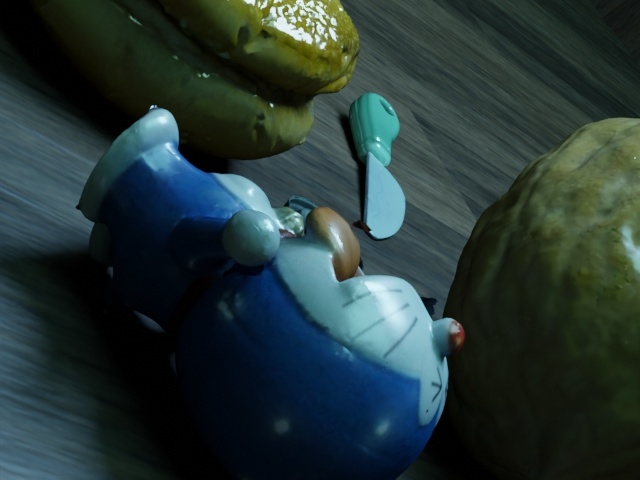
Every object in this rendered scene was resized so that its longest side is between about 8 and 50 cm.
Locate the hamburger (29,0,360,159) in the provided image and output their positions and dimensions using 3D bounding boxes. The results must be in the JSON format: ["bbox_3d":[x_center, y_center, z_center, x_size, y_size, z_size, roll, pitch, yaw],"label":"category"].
[{"bbox_3d":[-0.107,-0.200,1.327,0.314,0.170,0.290,33,25,-37],"label":"hamburger"}]

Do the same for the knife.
[{"bbox_3d":[0.056,-0.061,1.626,0.063,0.034,0.260,45,23,-25],"label":"knife"}]

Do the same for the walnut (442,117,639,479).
[{"bbox_3d":[0.244,0.075,1.313,0.306,0.306,0.344,44,53,-4],"label":"walnut"}]

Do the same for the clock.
[{"bbox_3d":[0.000,0.000,1.379,0.085,0.017,0.085,40,19,-17],"label":"clock"}]

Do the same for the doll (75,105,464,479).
[{"bbox_3d":[-0.033,0.039,1.014,0.257,0.161,0.215,48,-8,16],"label":"doll"}]
